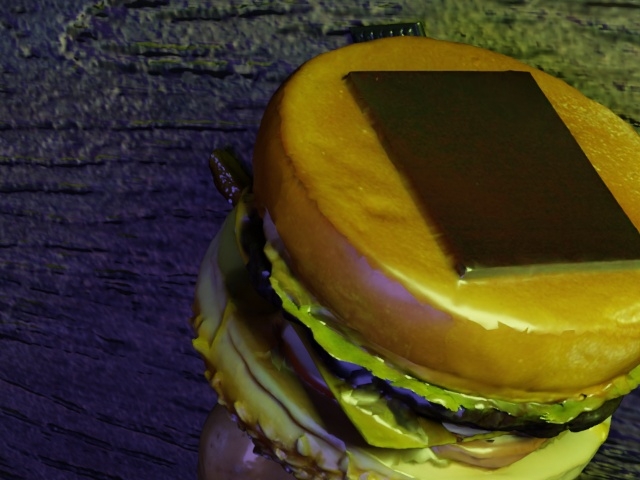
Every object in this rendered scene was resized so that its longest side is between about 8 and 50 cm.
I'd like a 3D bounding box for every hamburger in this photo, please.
[{"bbox_3d":[0.068,0.033,1.020,0.291,0.291,0.225,37,128,14],"label":"hamburger"}]

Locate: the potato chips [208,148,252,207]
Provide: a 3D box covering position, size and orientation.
[{"bbox_3d":[0.000,0.000,1.242,0.204,0.026,0.037,34,123,18],"label":"potato chips"}]

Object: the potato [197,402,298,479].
[{"bbox_3d":[-0.040,0.175,1.340,0.118,0.109,0.178,23,141,-2],"label":"potato"}]

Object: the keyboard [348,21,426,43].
[{"bbox_3d":[0.071,-0.053,1.152,0.063,0.010,0.198,1,119,43],"label":"keyboard"}]
